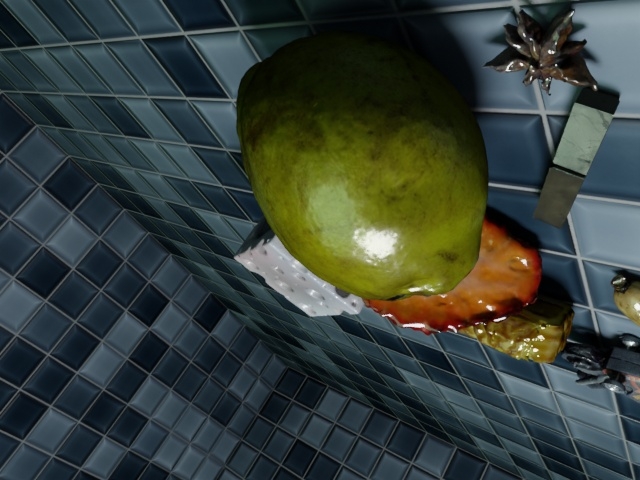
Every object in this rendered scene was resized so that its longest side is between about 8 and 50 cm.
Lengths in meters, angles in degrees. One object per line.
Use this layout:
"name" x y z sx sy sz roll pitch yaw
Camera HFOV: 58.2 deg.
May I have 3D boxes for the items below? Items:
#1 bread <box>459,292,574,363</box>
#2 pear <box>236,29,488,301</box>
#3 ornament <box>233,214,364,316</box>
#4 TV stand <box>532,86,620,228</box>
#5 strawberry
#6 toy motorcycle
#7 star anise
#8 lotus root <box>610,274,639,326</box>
"bread" 0.373 0.148 1.133 0.222 0.096 0.181 19 -161 35
"pear" 0.061 -0.107 0.813 0.413 0.352 0.352 54 157 -1
"ornament" 0.000 0.000 1.248 0.240 0.239 0.240 39 158 -15
"TV stand" 0.347 -0.104 0.795 0.049 0.040 0.256 27 158 22
"strawberry" 0.231 0.043 1.076 0.336 0.265 0.149 11 -176 11
"toy motorcycle" 0.627 0.273 1.115 0.307 0.108 0.173 11 155 49
"star anise" 0.249 -0.214 0.675 0.129 0.056 0.124 10 149 46
"lotus root" 0.544 0.115 0.953 0.152 0.063 0.072 36 149 4
